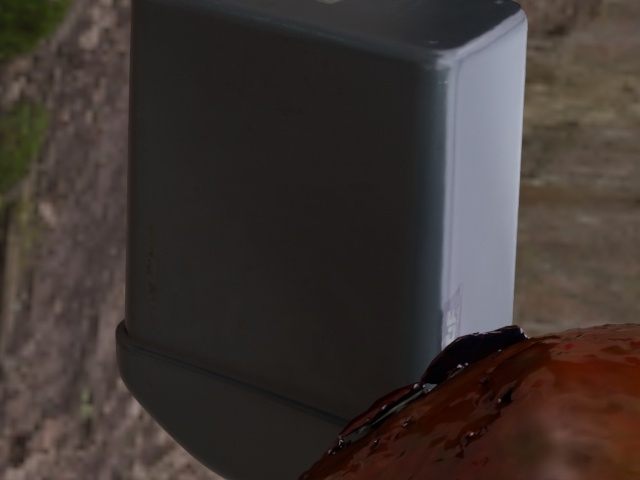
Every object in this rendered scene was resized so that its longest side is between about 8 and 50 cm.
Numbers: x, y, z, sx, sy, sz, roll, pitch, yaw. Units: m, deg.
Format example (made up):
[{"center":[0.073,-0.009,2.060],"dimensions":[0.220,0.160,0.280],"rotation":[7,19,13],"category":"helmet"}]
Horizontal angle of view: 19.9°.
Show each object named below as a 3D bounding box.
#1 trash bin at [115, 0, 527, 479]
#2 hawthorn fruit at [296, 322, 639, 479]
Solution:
[{"center":[0.000,0.000,0.803],"dimensions":[0.101,0.177,0.236],"rotation":[-34,135,-49],"category":"trash bin"},{"center":[0.090,0.180,0.599],"dimensions":[0.316,0.316,0.315],"rotation":[-176,-90,-85],"category":"hawthorn fruit"}]
